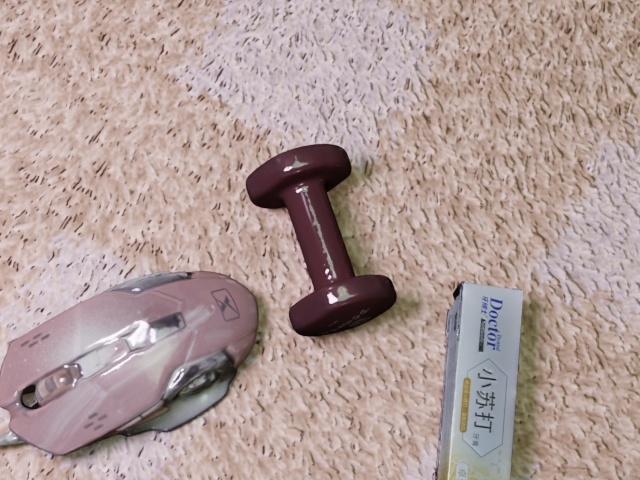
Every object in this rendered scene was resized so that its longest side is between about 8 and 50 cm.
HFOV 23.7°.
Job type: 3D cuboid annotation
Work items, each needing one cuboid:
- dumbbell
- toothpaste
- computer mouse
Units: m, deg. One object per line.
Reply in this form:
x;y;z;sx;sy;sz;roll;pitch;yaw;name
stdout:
0.000;0.000;1.911;0.124;0.140;0.225;-3;68;-43;dumbbell
0.194;0.210;1.892;0.089;0.071;0.313;8;72;-4;toothpaste
-0.255;0.147;1.867;0.389;0.115;0.199;-26;72;-11;computer mouse
